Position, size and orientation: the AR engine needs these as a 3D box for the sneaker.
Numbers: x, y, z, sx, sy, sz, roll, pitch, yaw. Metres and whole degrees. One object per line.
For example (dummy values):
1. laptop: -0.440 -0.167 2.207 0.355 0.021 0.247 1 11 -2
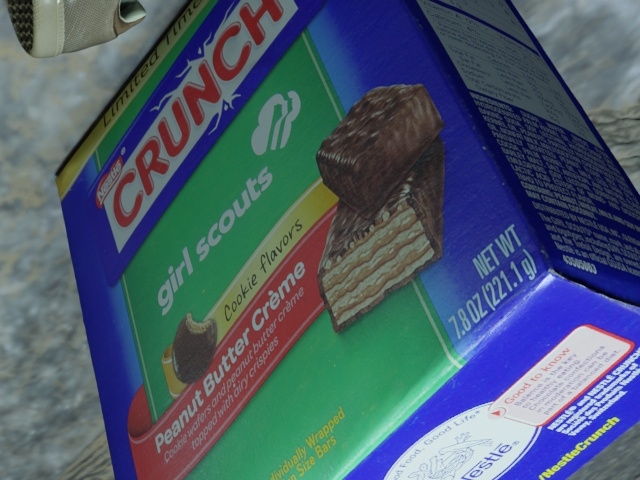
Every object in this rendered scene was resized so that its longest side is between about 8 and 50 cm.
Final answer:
1. sneaker: -0.113 -0.173 0.541 0.071 0.066 0.188 -19 148 -29

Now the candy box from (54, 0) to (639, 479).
1. candy box: 0.000 0.000 0.569 0.122 0.317 0.268 21 124 -36
